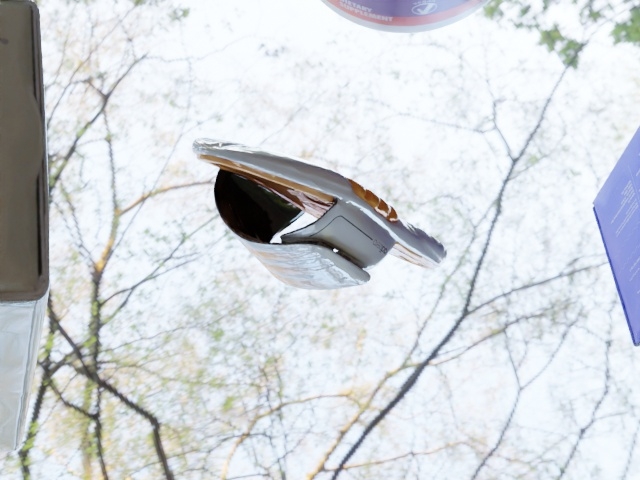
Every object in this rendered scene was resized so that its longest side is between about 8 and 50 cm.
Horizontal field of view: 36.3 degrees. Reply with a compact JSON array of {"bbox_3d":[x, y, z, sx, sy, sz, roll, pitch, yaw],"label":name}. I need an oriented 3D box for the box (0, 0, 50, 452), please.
[{"bbox_3d":[-0.213,0.016,0.514,0.121,0.311,0.148,0,-114,-19],"label":"box"}]

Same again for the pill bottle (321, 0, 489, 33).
[{"bbox_3d":[0.051,-0.265,0.591,0.182,0.323,0.181,-1,-101,6],"label":"pill bottle"}]

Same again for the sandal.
[{"bbox_3d":[0.009,0.003,0.681,0.265,0.102,0.076,27,-97,-52],"label":"sandal"}]

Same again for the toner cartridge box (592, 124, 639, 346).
[{"bbox_3d":[0.337,-0.051,0.829,0.075,0.348,0.165,-6,-117,-7],"label":"toner cartridge box"}]
